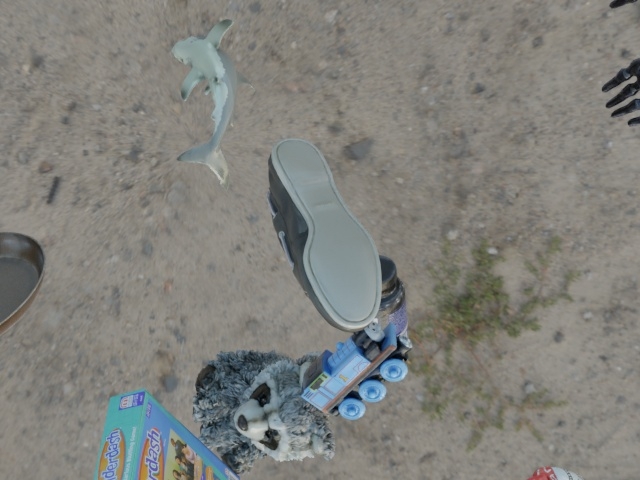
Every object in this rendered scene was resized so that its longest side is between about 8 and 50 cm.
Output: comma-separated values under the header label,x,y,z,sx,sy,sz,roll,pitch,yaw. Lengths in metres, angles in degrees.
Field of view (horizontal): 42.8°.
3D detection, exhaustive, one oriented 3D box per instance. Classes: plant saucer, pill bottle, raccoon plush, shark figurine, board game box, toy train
label,x,y,z,sx,sy,sz,roll,pitch,yaw
plant saucer,-0.612,0.101,1.398,0.311,0.310,0.050,-19,128,-6
pill bottle,0.122,0.142,1.732,0.123,0.123,0.219,-14,130,-7
raccoon plush,-0.030,0.262,1.530,0.299,0.446,0.216,-16,103,37
shark figurine,-0.155,-0.241,1.348,0.166,0.116,0.278,-30,61,32
board game box,-0.157,0.278,0.851,0.047,0.160,0.210,-16,134,17
toy train,0.056,0.197,1.250,0.105,0.080,0.184,36,115,-15

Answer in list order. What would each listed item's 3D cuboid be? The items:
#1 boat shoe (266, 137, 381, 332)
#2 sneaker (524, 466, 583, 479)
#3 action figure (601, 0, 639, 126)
label,x,y,z,sx,sy,sz,roll,pitch,yaw
boat shoe,0.000,0.000,1.163,0.112,0.095,0.335,-7,55,-20
sneaker,0.203,0.292,0.734,0.090,0.270,0.145,-48,63,26
action figure,0.293,-0.170,0.518,0.276,0.141,0.164,-20,104,-24
